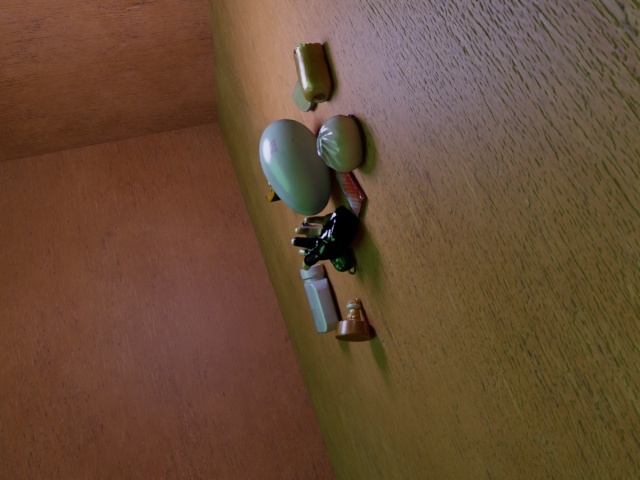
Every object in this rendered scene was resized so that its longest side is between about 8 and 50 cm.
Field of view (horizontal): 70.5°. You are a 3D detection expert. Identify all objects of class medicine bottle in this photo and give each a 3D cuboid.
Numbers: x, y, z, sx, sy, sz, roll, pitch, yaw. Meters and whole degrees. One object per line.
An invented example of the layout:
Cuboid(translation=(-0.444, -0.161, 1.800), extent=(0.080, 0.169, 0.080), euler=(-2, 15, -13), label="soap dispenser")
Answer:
Cuboid(translation=(-0.001, 0.258, 2.032), extent=(0.161, 0.111, 0.296), euler=(156, 97, -72), label="medicine bottle")

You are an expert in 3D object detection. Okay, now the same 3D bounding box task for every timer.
Cuboid(translation=(0.122, 0.287, 1.672), extent=(0.132, 0.132, 0.152), euler=(114, 160, -66), label="timer")

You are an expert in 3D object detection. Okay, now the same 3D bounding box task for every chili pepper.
Cuboid(translation=(0.061, 0.016, 1.656), extent=(0.100, 0.074, 0.257), euler=(-31, 73, 27), label="chili pepper")

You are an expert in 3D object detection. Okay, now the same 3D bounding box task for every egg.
Cuboid(translation=(-0.085, -0.261, 1.619), extent=(0.371, 0.230, 0.230), euler=(65, 162, 10), label="egg")

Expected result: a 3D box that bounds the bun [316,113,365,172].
Cuboid(translation=(0.050, -0.283, 1.345), extent=(0.173, 0.119, 0.173), euler=(164, 90, -76), label="bun")

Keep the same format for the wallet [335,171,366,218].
Cuboid(translation=(0.094, -0.174, 1.468), extent=(0.103, 0.020, 0.196), euler=(98, 152, -55), label="wallet")

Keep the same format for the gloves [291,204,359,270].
Cuboid(translation=(0.008, 0.002, 1.564), extent=(0.301, 0.152, 0.197), euler=(-12, 49, 45), label="gloves")

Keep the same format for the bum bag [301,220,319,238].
Cuboid(translation=(-0.011, -0.017, 1.880), extent=(0.102, 0.069, 0.248), euler=(55, 167, -23), label="bum bag")

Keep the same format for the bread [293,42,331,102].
Cuboid(translation=(-0.028, -0.527, 1.436), extent=(0.134, 0.085, 0.173), euler=(160, 94, -74), label="bread")

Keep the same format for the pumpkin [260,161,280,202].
Cuboid(translation=(-0.196, -0.297, 2.116), extent=(0.190, 0.139, 0.280), euler=(70, 161, 1), label="pumpkin")

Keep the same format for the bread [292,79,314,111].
Cuboid(translation=(-0.047, -0.520, 1.603), extent=(0.112, 0.036, 0.193), euler=(66, 159, 12), label="bread")
